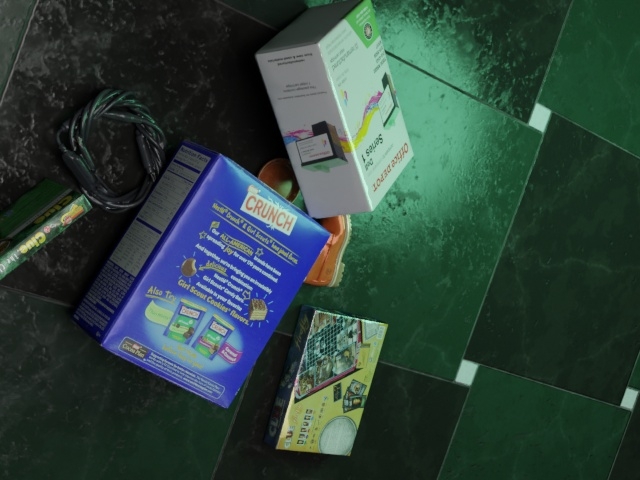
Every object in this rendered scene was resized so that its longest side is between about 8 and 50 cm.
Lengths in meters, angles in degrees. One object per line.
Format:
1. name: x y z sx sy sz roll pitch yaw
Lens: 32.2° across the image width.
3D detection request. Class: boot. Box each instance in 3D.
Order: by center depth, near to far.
1. boot: 0.000 0.000 1.817 0.084 0.059 0.158 3 101 -30

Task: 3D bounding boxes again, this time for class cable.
1. cable: -0.290 -0.126 1.595 0.150 0.047 0.184 -51 129 -23

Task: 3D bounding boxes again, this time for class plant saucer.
1. plant saucer: -0.069 -0.091 1.771 0.083 0.013 0.083 -10 108 -33

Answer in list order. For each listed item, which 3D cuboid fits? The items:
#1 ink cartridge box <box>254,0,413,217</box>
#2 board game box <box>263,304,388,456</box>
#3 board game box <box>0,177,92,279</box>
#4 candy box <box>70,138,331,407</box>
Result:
1. ink cartridge box: 0.029 -0.202 1.700 0.201 0.117 0.278 -52 131 -50
2. board game box: 0.010 0.240 1.892 0.165 0.042 0.243 14 93 -37
3. board game box: -0.434 0.014 1.468 0.259 0.136 0.030 -41 120 -19
4. candy box: -0.171 0.051 1.651 0.268 0.122 0.317 36 84 -42
